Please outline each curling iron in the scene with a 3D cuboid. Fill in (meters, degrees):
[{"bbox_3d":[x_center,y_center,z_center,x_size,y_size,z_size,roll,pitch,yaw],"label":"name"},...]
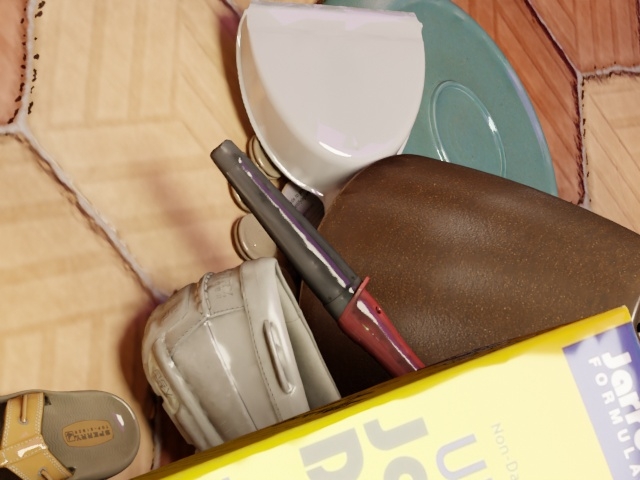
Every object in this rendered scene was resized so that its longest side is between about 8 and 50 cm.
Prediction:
[{"bbox_3d":[0.024,0.044,1.096,0.274,0.035,0.068,53,3,0],"label":"curling iron"}]

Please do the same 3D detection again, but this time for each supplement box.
[{"bbox_3d":[0.007,0.190,0.910,0.356,0.195,0.194,-19,86,-23],"label":"supplement box"}]

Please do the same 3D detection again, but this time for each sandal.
[{"bbox_3d":[-0.160,0.116,0.982,0.180,0.049,0.072,-9,79,-52],"label":"sandal"}]

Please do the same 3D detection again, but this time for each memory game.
[{"bbox_3d":[0.000,0.000,1.268,0.186,0.012,0.186,26,54,-41],"label":"memory game"}]

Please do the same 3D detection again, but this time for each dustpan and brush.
[{"bbox_3d":[0.013,-0.061,1.250,0.147,0.060,0.211,1,69,-23],"label":"dustpan and brush"}]

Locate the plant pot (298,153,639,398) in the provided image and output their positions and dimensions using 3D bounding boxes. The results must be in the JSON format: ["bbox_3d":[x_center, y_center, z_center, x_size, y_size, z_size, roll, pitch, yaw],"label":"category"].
[{"bbox_3d":[0.141,0.054,1.178,0.215,0.230,0.215,-7,100,-47],"label":"plant pot"}]

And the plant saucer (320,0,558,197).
[{"bbox_3d":[0.106,-0.076,1.400,0.317,0.043,0.318,31,47,-41],"label":"plant saucer"}]

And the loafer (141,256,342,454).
[{"bbox_3d":[0.011,0.155,1.105,0.319,0.111,0.112,55,15,-17],"label":"loafer"}]
